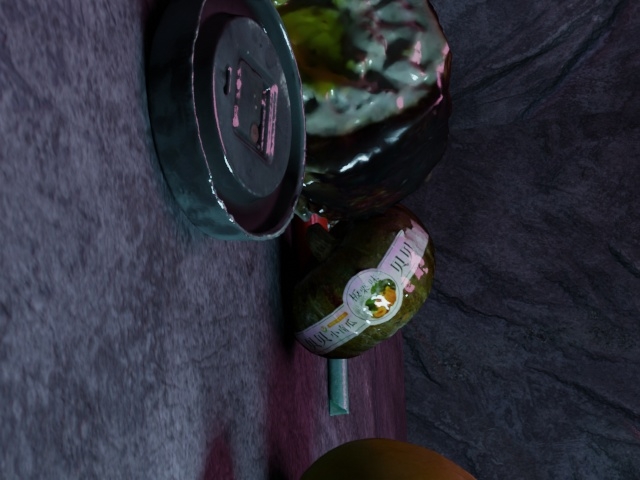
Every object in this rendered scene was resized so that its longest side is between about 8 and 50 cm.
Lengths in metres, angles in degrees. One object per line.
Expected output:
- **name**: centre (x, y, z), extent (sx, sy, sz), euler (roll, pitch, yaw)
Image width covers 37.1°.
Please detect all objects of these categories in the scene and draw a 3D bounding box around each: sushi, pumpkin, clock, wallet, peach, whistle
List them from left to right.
- **clock**: centre (-0.090, -0.136, 1.005), extent (0.281, 0.056, 0.280), euler (-4, 90, -68)
- **wallet**: centre (-0.011, 0.034, 1.603), extent (0.142, 0.045, 0.204), euler (42, 43, -73)
- **whistle**: centre (0.032, 0.232, 1.775), extent (0.039, 0.039, 0.186), euler (67, 20, -63)
- **sushi**: centre (0.033, -0.193, 1.274), extent (0.294, 0.282, 0.299), euler (75, 5, -72)
- **pumpkin**: centre (0.050, 0.045, 1.430), extent (0.189, 0.260, 0.260), euler (44, 19, -9)
- **peach**: centre (0.085, 0.403, 1.213), extent (0.315, 0.314, 0.281), euler (-84, 150, -61)

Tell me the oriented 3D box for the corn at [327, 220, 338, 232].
- **corn**: centre (0.027, -0.100, 1.779), extent (0.092, 0.092, 0.280), euler (-85, 167, -51)
